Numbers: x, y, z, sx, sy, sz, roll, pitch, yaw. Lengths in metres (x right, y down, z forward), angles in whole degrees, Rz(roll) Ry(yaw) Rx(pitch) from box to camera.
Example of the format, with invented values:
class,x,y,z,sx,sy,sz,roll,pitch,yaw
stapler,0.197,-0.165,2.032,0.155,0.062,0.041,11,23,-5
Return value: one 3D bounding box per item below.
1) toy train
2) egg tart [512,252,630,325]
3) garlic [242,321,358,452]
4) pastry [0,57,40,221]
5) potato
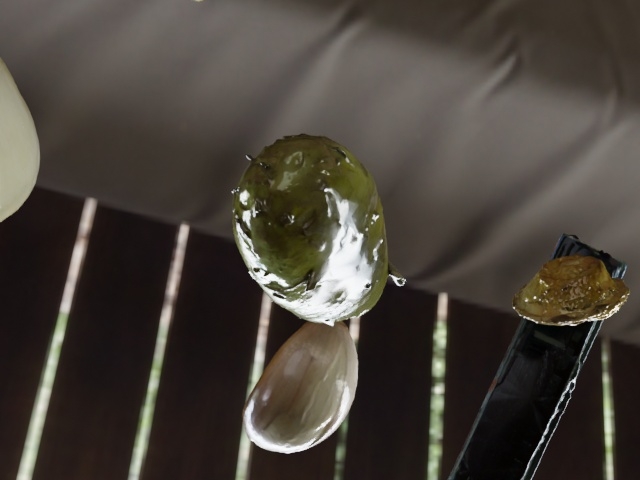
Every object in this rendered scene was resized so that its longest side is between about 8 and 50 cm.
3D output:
class,x,y,z,sx,sy,sz,roll,pitch,yaw
toy train,0.236,0.193,1.546,0.086,0.409,0.089,25,171,5
egg tart,0.268,0.050,1.431,0.129,0.129,0.049,-6,113,16
garlic,-0.012,0.184,1.688,0.115,0.207,0.128,30,175,20
pastry,-0.309,-0.058,0.833,0.265,0.265,0.133,-7,113,17
potato,0.000,0.000,0.992,0.090,0.117,0.225,38,171,30
